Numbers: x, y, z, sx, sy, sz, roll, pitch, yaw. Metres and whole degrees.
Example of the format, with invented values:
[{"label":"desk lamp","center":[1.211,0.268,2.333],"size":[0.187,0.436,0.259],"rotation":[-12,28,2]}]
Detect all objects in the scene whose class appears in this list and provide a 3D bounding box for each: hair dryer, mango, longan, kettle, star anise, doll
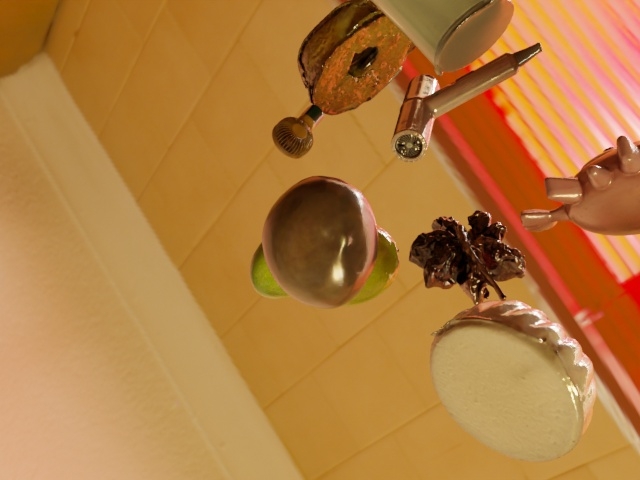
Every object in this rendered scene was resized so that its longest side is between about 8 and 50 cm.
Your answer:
[{"label":"hair dryer","center":[0.212,-0.206,1.278],"size":[0.054,0.220,0.195],"rotation":[58,-151,-24]},{"label":"mango","center":[0.009,0.039,1.670],"size":[0.293,0.143,0.175],"rotation":[-3,-81,-22]},{"label":"longan","center":[0.000,0.000,1.471],"size":[0.196,0.196,0.220],"rotation":[-21,-64,-39]},{"label":"kettle","center":[0.106,-0.243,0.821],"size":[0.148,0.127,0.098],"rotation":[53,-159,21]},{"label":"star anise","center":[0.279,0.017,1.708],"size":[0.220,0.126,0.190],"rotation":[11,-143,27]},{"label":"doll","center":[0.352,-0.057,1.006],"size":[0.211,0.262,0.093],"rotation":[16,-120,-50]}]

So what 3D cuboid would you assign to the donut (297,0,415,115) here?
[{"label":"donut","center":[0.070,-0.390,1.847],"size":[0.272,0.272,0.107],"rotation":[-17,-118,-38]}]

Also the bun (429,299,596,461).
[{"label":"bun","center":[0.314,0.188,1.384],"size":[0.263,0.263,0.175],"rotation":[49,-128,5]}]

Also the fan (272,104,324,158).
[{"label":"fan","center":[-0.036,-0.224,1.779],"size":[0.082,0.039,0.155],"rotation":[42,-136,-7]}]
